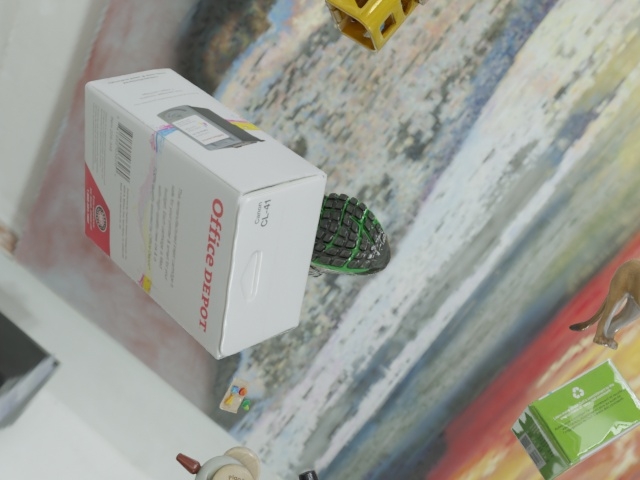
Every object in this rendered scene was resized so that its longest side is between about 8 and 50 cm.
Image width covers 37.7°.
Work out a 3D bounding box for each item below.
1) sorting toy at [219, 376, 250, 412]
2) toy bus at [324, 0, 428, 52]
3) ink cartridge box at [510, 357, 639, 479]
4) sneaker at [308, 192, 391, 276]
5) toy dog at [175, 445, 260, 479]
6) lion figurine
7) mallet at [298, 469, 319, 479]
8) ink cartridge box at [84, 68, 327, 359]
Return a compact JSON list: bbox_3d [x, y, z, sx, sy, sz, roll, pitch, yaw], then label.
[{"bbox_3d":[-0.146,0.283,1.699,0.083,0.012,0.062,34,79,-57],"label":"sorting toy"},{"bbox_3d":[0.102,-0.361,1.309,0.191,0.104,0.202,-26,144,-44],"label":"toy bus"},{"bbox_3d":[0.409,0.224,1.313,0.255,0.097,0.189,-30,160,-8],"label":"ink cartridge box"},{"bbox_3d":[0.000,0.000,1.637,0.343,0.146,0.134,15,-114,48],"label":"sneaker"},{"bbox_3d":[-0.228,0.528,1.745,0.220,0.161,0.333,108,1,-68],"label":"toy dog"},{"bbox_3d":[0.614,0.099,1.688,0.392,0.142,0.240,15,-93,61],"label":"lion figurine"},{"bbox_3d":[-0.055,0.517,1.897,0.039,0.062,0.190,-10,158,-37],"label":"mallet"},{"bbox_3d":[-0.151,-0.041,1.116,0.131,0.306,0.226,-20,133,-40],"label":"ink cartridge box"}]
